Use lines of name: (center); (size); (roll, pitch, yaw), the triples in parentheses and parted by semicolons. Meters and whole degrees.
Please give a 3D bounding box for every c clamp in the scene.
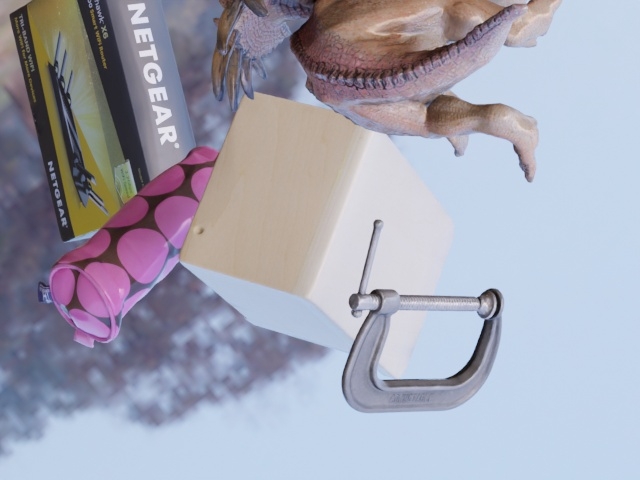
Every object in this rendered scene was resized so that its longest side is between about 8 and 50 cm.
c clamp: (0.074, 0.061, 1.286); (0.022, 0.161, 0.137); (33, -73, 45)

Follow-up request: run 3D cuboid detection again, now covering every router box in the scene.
router box: (-0.267, -0.170, 2.318); (0.081, 0.309, 0.243); (-12, 177, -37)

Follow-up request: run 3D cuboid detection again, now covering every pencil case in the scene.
pencil case: (-0.153, 0.005, 1.682); (0.095, 0.098, 0.209); (25, -132, 29)

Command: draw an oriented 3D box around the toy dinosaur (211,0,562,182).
toy dinosaur: (0.024, -0.116, 1.104); (0.295, 0.200, 0.127); (-130, -128, -74)

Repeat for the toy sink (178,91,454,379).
toy sink: (0.000, 0.000, 1.537); (0.131, 0.234, 0.153); (15, -103, 25)
